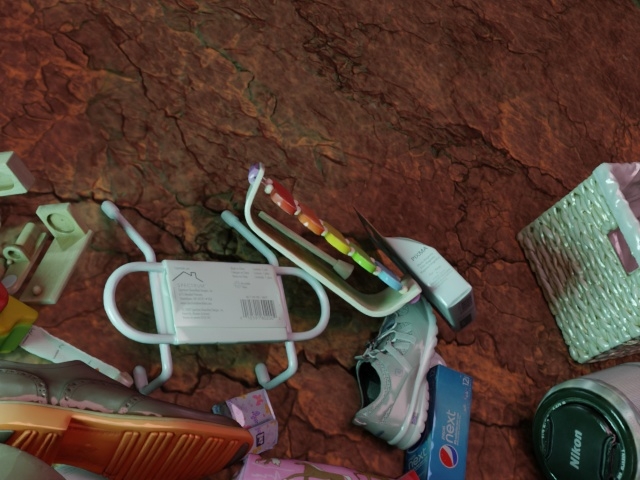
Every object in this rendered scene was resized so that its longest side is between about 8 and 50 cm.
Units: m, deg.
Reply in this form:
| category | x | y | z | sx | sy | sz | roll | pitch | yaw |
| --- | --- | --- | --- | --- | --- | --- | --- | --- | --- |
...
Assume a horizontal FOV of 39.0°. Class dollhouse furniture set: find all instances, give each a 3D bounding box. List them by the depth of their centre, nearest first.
| category | x | y | z | sx | sy | sz | roll | pitch | yaw |
| --- | --- | --- | --- | --- | --- | --- | --- | --- | --- |
| dollhouse furniture set | -0.402 | -0.011 | 1.133 | 0.151 | 0.144 | 0.123 | 64 | 31 | -41 |

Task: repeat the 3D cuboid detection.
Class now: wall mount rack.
| category | x | y | z | sx | sy | sz | roll | pitch | yaw |
| --- | --- | --- | --- | --- | --- | --- | --- | --- | --- |
| wall mount rack | -0.168 | 0.062 | 1.284 | 0.350 | 0.130 | 0.304 | 4 | 62 | -37 |

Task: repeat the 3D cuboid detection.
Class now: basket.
| category | x | y | z | sx | sy | sz | roll | pitch | yaw |
| --- | --- | --- | --- | --- | --- | --- | --- | --- | --- |
| basket | 0.632 | 0.043 | 1.805 | 0.331 | 0.266 | 0.328 | -5 | 65 | -39 |

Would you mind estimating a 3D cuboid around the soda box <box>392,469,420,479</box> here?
| category | x | y | z | sx | sy | sz | roll | pitch | yaw |
| --- | --- | --- | --- | --- | --- | --- | --- | --- | --- |
| soda box | 0.149 | 0.466 | 1.272 | 0.083 | 0.092 | 0.263 | -20 | 75 | -44 |

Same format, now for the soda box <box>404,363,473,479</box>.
| category | x | y | z | sx | sy | sz | roll | pitch | yaw |
| --- | --- | --- | --- | --- | --- | --- | --- | --- | --- |
| soda box | 0.183 | 0.305 | 1.408 | 0.071 | 0.067 | 0.210 | 25 | 55 | -21 |

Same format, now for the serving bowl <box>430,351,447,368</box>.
| category | x | y | z | sx | sy | sz | roll | pitch | yaw |
| --- | --- | --- | --- | --- | --- | --- | --- | --- | --- |
| serving bowl | 0.185 | 0.217 | 1.513 | 0.083 | 0.027 | 0.083 | 19 | 52 | -27 |

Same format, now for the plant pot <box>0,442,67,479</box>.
| category | x | y | z | sx | sy | sz | roll | pitch | yaw |
| --- | --- | --- | --- | --- | --- | --- | --- | --- | --- |
| plant pot | -0.349 | 0.324 | 0.867 | 0.263 | 0.263 | 0.229 | 38 | 44 | -11 |

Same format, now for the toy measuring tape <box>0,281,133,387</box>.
| category | x | y | z | sx | sy | sz | roll | pitch | yaw |
| --- | --- | --- | --- | --- | --- | --- | --- | --- | --- |
| toy measuring tape | -0.374 | 0.125 | 1.083 | 0.330 | 0.121 | 0.121 | 35 | 46 | -21 |

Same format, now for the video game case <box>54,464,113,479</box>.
| category | x | y | z | sx | sy | sz | roll | pitch | yaw |
| --- | --- | --- | --- | --- | --- | --- | --- | --- | --- |
| video game case | -0.262 | 0.359 | 1.062 | 0.232 | 0.042 | 0.210 | -20 | 74 | -44 |

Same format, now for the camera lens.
| category | x | y | z | sx | sy | sz | roll | pitch | yaw |
| --- | --- | --- | --- | --- | --- | --- | --- | --- | --- |
| camera lens | 0.519 | 0.329 | 1.559 | 0.274 | 0.219 | 0.219 | -6 | 66 | -40 |

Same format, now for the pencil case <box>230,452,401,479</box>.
| category | x | y | z | sx | sy | sz | roll | pitch | yaw |
| --- | --- | --- | --- | --- | --- | --- | --- | --- | --- |
| pencil case | 0.062 | 0.386 | 1.138 | 0.386 | 0.167 | 0.160 | 13 | 26 | -7 |

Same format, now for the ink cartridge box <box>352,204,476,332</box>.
| category | x | y | z | sx | sy | sz | roll | pitch | yaw |
| --- | --- | --- | --- | --- | --- | --- | --- | --- | --- |
| ink cartridge box | 0.159 | 0.035 | 1.481 | 0.232 | 0.066 | 0.189 | 53 | -1 | 21 |

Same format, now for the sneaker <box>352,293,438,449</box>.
| category | x | y | z | sx | sy | sz | roll | pitch | yaw |
| --- | --- | --- | --- | --- | --- | --- | --- | --- | --- |
| sneaker | 0.112 | 0.182 | 1.427 | 0.115 | 0.105 | 0.281 | 22 | 47 | -16 |

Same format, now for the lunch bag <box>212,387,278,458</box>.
| category | x | y | z | sx | sy | sz | roll | pitch | yaw |
| --- | --- | --- | --- | --- | --- | --- | --- | --- | --- |
| lunch bag | -0.099 | 0.255 | 1.252 | 0.071 | 0.053 | 0.083 | -11 | 78 | -40 |

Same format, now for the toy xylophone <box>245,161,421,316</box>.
| category | x | y | z | sx | sy | sz | roll | pitch | yaw |
| --- | --- | --- | --- | --- | --- | --- | --- | --- | --- |
| toy xylophone | 0.000 | 0.000 | 1.393 | 0.323 | 0.081 | 0.236 | 36 | 6 | -17 |

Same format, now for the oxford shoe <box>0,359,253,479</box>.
| category | x | y | z | sx | sy | sz | roll | pitch | yaw |
| --- | --- | --- | --- | --- | --- | --- | --- | --- | --- |
| oxford shoe | -0.245 | 0.203 | 1.072 | 0.364 | 0.130 | 0.132 | 16 | 36 | -33 |
